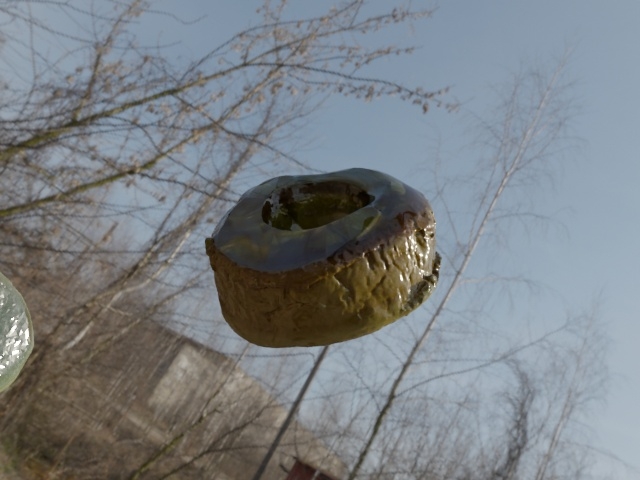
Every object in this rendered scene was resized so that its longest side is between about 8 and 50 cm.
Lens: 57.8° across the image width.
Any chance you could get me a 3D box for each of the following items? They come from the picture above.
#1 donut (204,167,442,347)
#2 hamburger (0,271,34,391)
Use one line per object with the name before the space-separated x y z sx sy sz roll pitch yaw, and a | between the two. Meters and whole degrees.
donut | 0.000 0.000 0.797 0.330 0.330 0.159 12 -57 40
hamburger | -0.319 0.082 0.496 0.063 0.132 0.140 -10 0 29
